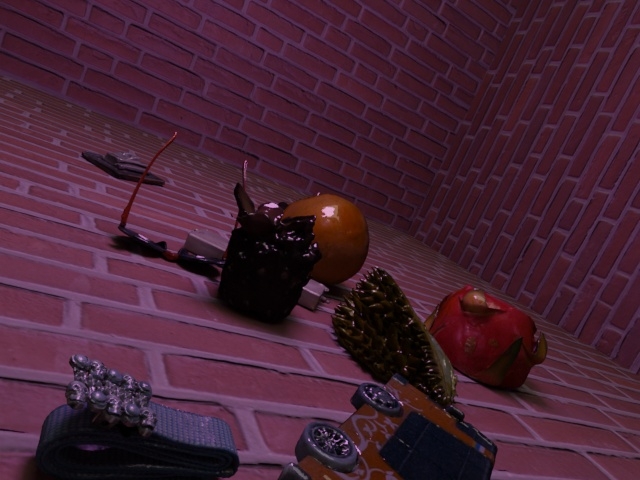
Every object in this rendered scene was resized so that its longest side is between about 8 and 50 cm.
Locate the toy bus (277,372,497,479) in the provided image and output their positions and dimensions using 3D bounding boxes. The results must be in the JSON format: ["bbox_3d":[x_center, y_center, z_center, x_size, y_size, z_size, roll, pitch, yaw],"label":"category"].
[{"bbox_3d":[0.062,0.244,0.463,0.167,0.139,0.275,30,13,21],"label":"toy bus"}]

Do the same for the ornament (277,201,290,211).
[{"bbox_3d":[-0.122,-0.047,1.667,0.251,0.106,0.260,21,17,25],"label":"ornament"}]

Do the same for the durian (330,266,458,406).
[{"bbox_3d":[0.143,0.196,1.001,0.198,0.163,0.394,49,1,-35],"label":"durian"}]

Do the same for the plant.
[{"bbox_3d":[-0.097,0.027,0.963,0.204,0.234,0.178,17,6,-9],"label":"plant"}]

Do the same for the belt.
[{"bbox_3d":[-0.152,0.172,0.448,0.179,0.100,0.065,21,14,-31],"label":"belt"}]

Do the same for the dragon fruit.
[{"bbox_3d":[0.420,0.224,1.239,0.290,0.189,0.290,23,11,-5],"label":"dragon fruit"}]

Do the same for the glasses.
[{"bbox_3d":[-0.274,-0.087,1.038,0.234,0.268,0.118,19,-8,-17],"label":"glasses"}]

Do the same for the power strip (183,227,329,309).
[{"bbox_3d":[-0.144,0.066,1.152,0.367,0.043,0.106,25,10,5],"label":"power strip"}]

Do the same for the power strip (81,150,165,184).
[{"bbox_3d":[-0.623,-0.250,1.589,0.198,0.065,0.213,27,11,24],"label":"power strip"}]

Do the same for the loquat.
[{"bbox_3d":[0.000,0.000,1.319,0.263,0.263,0.263,24,10,-5],"label":"loquat"}]
